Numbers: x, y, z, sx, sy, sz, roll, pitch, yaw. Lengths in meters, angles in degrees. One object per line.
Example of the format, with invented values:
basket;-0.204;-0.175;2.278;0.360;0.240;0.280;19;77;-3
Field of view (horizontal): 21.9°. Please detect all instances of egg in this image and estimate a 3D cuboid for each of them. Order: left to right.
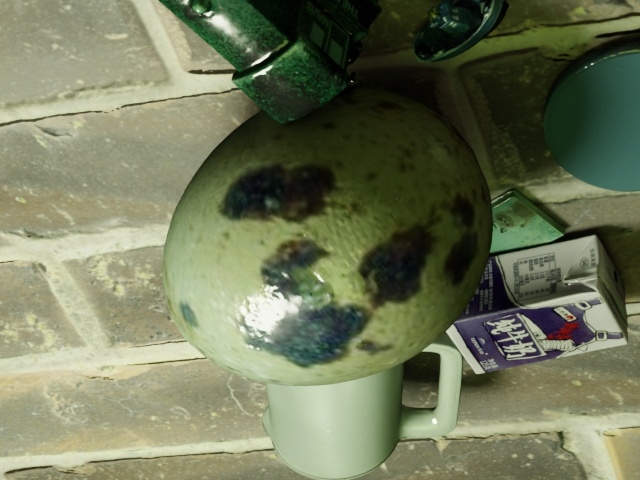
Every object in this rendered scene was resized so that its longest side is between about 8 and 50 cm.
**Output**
egg;0.000;0.000;1.977;0.428;0.345;0.345;-22;129;27

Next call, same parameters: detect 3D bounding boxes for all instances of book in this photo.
book;0.234;-0.010;2.165;0.103;0.017;0.135;36;134;-26

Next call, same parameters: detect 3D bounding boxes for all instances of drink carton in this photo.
drink carton;0.284;0.085;2.186;0.222;0.102;0.134;-14;138;21

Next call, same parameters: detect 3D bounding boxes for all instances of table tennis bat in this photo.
table tennis bat;0.388;-0.167;1.937;0.215;0.044;0.329;20;141;-8

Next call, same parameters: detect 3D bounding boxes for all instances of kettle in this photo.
kettle;0.043;0.160;2.286;0.265;0.205;0.318;-22;141;-17

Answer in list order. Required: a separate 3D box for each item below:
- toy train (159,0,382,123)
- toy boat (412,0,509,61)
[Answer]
toy train;-0.076;-0.277;1.812;0.138;0.178;0.330;-26;128;36
toy boat;0.155;-0.248;1.880;0.060;0.060;0.137;17;148;-40
